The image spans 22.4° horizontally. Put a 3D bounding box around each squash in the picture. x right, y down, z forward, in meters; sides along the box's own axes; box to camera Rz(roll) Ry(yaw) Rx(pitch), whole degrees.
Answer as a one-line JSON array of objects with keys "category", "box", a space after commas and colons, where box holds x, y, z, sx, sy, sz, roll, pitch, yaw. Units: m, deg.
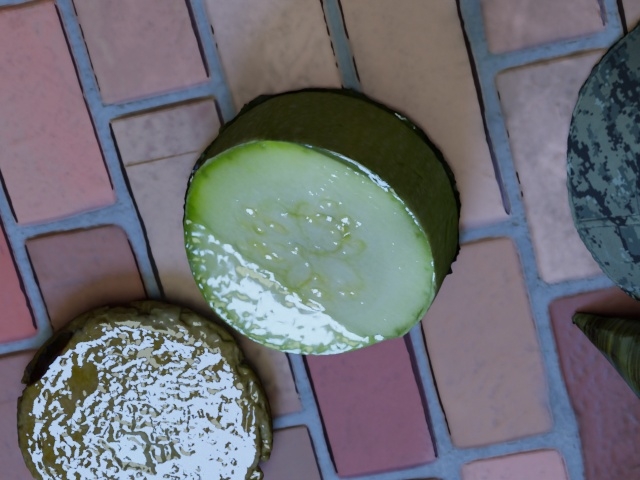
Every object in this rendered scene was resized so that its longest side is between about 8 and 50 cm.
[{"category": "squash", "box": [-0.005, 0.003, 1.219, 0.220, 0.133, 0.220, 4, 117, 8]}]

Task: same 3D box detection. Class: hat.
[{"category": "hat", "box": [0.298, -0.031, 1.163, 0.266, 0.128, 0.265, 4, 115, 8]}]

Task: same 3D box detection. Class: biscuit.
[{"category": "biscuit", "box": [-0.145, 0.150, 1.333, 0.226, 0.042, 0.226, 2, 110, 5]}]

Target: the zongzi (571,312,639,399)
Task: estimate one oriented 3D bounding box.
[{"category": "zongzi", "box": [0.290, 0.180, 1.201, 0.241, 0.111, 0.247, 3, 83, 34]}]
